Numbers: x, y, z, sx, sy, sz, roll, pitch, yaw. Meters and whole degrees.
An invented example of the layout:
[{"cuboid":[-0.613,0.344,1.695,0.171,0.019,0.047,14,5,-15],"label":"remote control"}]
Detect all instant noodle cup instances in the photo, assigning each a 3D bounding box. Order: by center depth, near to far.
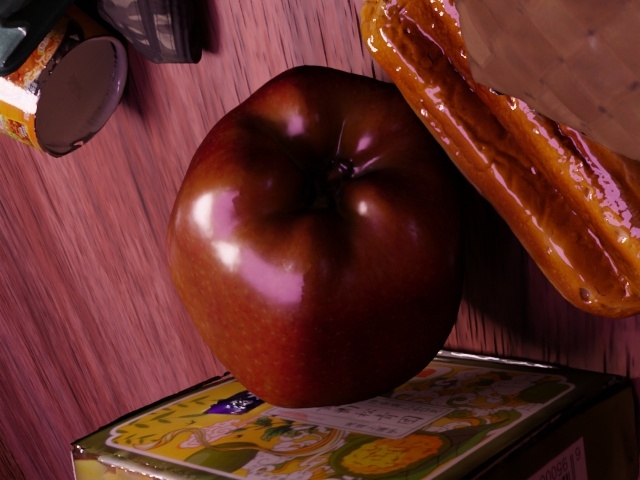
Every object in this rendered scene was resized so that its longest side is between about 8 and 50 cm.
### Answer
[{"cuboid":[-0.372,-0.226,1.203,0.182,0.230,0.230,31,144,14],"label":"instant noodle cup"}]

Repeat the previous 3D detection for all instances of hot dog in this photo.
[{"cuboid":[0.170,-0.096,0.701,0.349,0.117,0.158,51,154,0],"label":"hot dog"}]

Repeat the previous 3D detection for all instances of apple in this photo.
[{"cuboid":[0.000,0.000,0.859,0.288,0.288,0.317,43,158,15],"label":"apple"}]

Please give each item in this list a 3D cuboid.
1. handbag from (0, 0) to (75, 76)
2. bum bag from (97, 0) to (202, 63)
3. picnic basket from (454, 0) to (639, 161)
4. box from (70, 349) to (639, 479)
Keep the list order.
[{"cuboid":[-0.436,-0.329,1.077,0.326,0.238,0.089,19,147,13],"label":"handbag"},{"cuboid":[-0.195,-0.328,0.971,0.144,0.095,0.340,23,142,16],"label":"bum bag"},{"cuboid":[0.187,-0.204,0.419,0.291,0.254,0.321,39,153,51],"label":"picnic basket"},{"cuboid":[0.031,0.219,0.901,0.420,0.373,0.138,0,103,44],"label":"box"}]
